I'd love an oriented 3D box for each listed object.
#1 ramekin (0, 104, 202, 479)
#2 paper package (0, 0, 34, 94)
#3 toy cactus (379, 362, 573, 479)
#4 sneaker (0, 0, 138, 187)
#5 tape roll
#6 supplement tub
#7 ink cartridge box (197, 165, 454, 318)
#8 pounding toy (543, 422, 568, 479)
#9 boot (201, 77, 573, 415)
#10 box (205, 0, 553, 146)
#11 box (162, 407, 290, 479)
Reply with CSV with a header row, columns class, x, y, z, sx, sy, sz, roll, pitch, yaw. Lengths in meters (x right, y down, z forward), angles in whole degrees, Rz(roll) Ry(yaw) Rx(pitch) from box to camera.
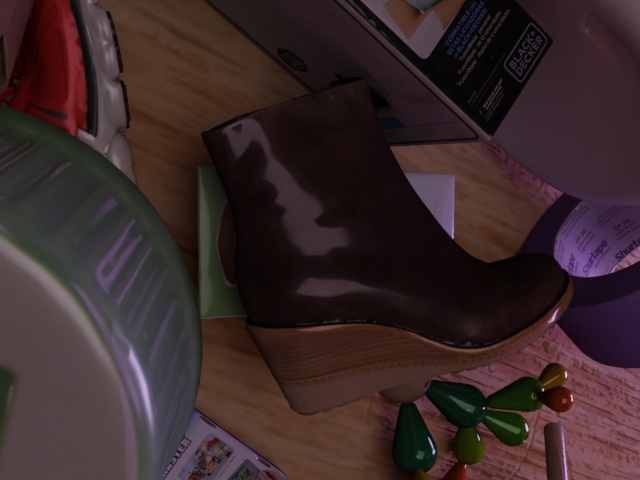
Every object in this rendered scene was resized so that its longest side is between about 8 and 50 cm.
class,x,y,z,sx,sy,sz,roll,pitch,yaw
ramekin,-0.215,0.081,0.398,0.303,0.148,0.303,-2,103,-7
paper package,-0.280,-0.256,0.343,0.325,0.168,0.309,15,85,-6
toy cactus,0.101,0.133,0.636,0.180,0.112,0.219,31,89,-14
sneaker,-0.181,-0.069,0.484,0.118,0.107,0.279,-10,97,-19
tape roll,0.271,0.009,0.650,0.080,0.189,0.189,46,74,-20
supplement tub,0.287,-0.211,0.616,0.331,0.241,0.241,-40,108,-17
ink cartridge box,0.000,0.000,0.592,0.209,0.062,0.109,0,93,-25
pounding toy,0.229,0.295,0.627,0.183,0.110,0.237,-61,149,-51
boot,0.058,-0.011,0.532,0.248,0.090,0.207,-18,102,-19
box,-0.005,-0.186,0.524,0.290,0.169,0.087,38,80,-23
box,-0.127,0.226,0.560,0.114,0.036,0.207,43,76,-21
